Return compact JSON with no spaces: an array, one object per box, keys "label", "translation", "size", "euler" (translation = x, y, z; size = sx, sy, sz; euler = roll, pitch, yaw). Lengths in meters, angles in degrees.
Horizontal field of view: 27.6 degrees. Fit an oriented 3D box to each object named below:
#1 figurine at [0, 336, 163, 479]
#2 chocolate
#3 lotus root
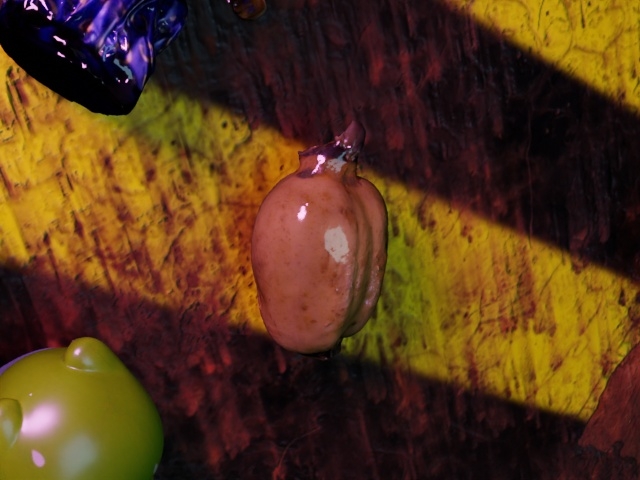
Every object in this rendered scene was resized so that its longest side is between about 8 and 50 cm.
[{"label":"figurine","translation":[-0.203,0.193,1.086],"size":[0.162,0.143,0.263],"euler":[-34,140,-25]},{"label":"chocolate","translation":[-0.088,-0.234,0.989],"size":[0.148,0.126,0.343],"euler":[43,72,-5]},{"label":"lotus root","translation":[0.000,0.000,1.158],"size":[0.125,0.118,0.221],"euler":[-40,136,-60]}]
